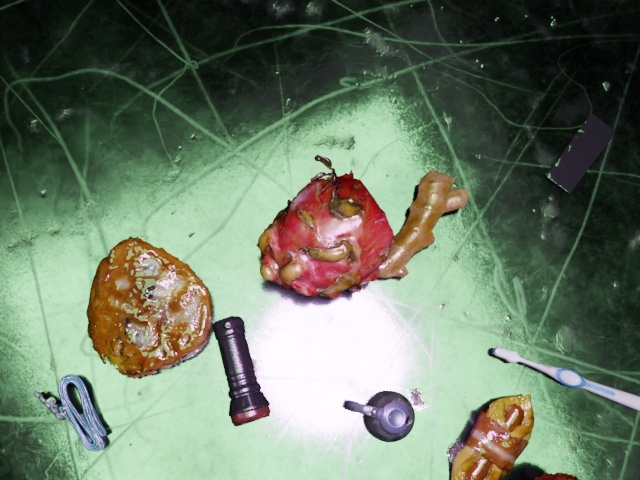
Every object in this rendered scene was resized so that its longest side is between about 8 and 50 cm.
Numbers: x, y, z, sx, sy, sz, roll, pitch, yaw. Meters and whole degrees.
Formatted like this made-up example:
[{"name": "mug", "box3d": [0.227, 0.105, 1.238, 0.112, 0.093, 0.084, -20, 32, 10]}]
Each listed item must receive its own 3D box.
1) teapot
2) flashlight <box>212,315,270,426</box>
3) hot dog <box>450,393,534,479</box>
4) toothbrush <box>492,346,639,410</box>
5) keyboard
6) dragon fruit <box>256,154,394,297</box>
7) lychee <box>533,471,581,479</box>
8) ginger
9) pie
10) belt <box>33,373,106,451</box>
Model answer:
[{"name": "teapot", "box3d": [0.140, 0.368, 1.851, 0.149, 0.108, 0.111, 43, 79, 3]}, {"name": "flashlight", "box3d": [-0.179, 0.281, 1.862, 0.093, 0.093, 0.232, -16, 77, -6]}, {"name": "hot dog", "box3d": [0.383, 0.438, 1.862, 0.123, 0.093, 0.262, 32, 80, 2]}, {"name": "toothbrush", "box3d": [0.567, 0.311, 1.922, 0.386, 0.040, 0.040, 20, 80, -1]}, {"name": "keyboard", "box3d": [0.613, -0.205, 2.024, 0.074, 0.015, 0.196, 38, 81, -1]}, {"name": "dragon fruit", "box3d": [0.000, 0.000, 1.829, 0.291, 0.269, 0.250, -27, 69, -2]}, {"name": "lychee", "box3d": [0.488, 0.611, 1.775, 0.271, 0.236, 0.236, -40, 85, 6]}, {"name": "ginger", "box3d": [0.211, -0.029, 1.945, 0.118, 0.065, 0.299, 39, 83, 8]}, {"name": "pie", "box3d": [-0.369, 0.152, 1.866, 0.308, 0.085, 0.308, 0, 85, -3]}, {"name": "belt", "box3d": [-0.525, 0.378, 1.832, 0.100, 0.065, 0.179, -29, 83, -18]}]
